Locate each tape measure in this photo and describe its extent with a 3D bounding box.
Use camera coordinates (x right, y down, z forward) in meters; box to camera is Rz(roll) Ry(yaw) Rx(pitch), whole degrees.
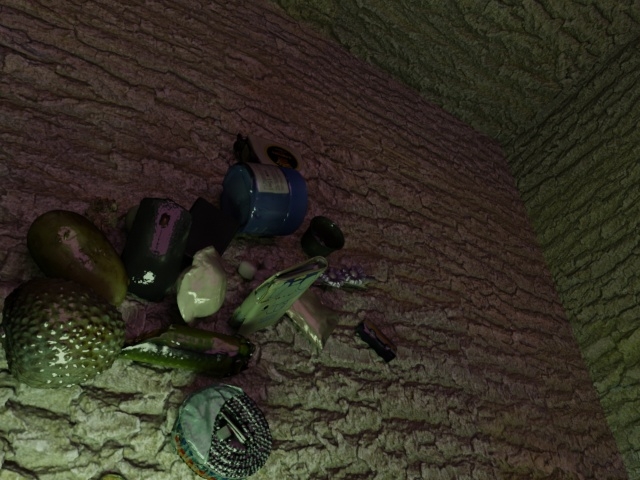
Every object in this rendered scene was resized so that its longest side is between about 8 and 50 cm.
[{"bbox_3d":[-0.202,-0.282,2.099,0.271,0.133,0.232,17,39,-29],"label":"tape measure"}]

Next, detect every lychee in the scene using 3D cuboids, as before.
[{"bbox_3d":[-0.585,0.204,1.224,0.274,0.255,0.255,-5,59,-25],"label":"lychee"}]

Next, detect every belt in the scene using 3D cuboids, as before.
[{"bbox_3d":[-0.253,0.486,1.371,0.257,0.150,0.207,46,48,1],"label":"belt"}]

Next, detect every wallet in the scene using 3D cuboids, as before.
[{"bbox_3d":[-0.133,0.169,1.621,0.223,0.309,0.077,-11,61,-45],"label":"wallet"}]

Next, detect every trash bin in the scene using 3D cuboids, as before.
[{"bbox_3d":[-0.376,0.001,1.706,0.165,0.115,0.226,34,42,-13],"label":"trash bin"}]

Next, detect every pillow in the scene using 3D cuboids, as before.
[{"bbox_3d":[-0.044,0.226,1.846,0.270,0.067,0.173,47,44,1],"label":"pillow"}]

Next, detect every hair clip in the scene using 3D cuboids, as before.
[{"bbox_3d":[0.084,0.145,2.033,0.292,0.085,0.106,4,36,-34],"label":"hair clip"}]

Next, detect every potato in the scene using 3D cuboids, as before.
[{"bbox_3d":[-0.614,0.051,1.383,0.173,0.210,0.307,-43,96,-30],"label":"potato"}]

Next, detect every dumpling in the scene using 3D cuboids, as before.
[{"bbox_3d":[-0.340,0.136,1.538,0.132,0.250,0.162,13,-3,15],"label":"dumpling"}]

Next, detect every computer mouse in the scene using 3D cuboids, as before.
[{"bbox_3d":[-0.463,0.020,1.527,0.168,0.087,0.296,17,83,-19],"label":"computer mouse"}]

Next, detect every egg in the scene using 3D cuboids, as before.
[{"bbox_3d":[-0.511,-0.040,1.615,0.152,0.114,0.114,43,39,0],"label":"egg"}]

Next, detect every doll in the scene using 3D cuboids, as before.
[{"bbox_3d":[-0.192,0.124,1.775,0.161,0.059,0.160,-5,39,-45],"label":"doll"}]

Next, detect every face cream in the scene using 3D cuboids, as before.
[{"bbox_3d":[-0.202,-0.142,1.877,0.225,0.249,0.249,3,55,-38],"label":"face cream"}]

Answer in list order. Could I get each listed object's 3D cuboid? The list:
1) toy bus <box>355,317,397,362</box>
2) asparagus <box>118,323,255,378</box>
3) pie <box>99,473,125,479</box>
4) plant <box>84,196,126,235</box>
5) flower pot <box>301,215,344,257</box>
[{"bbox_3d":[0.204,0.359,1.963,0.172,0.057,0.072,45,30,-2],"label":"toy bus"},{"bbox_3d":[-0.364,0.290,1.465,0.381,0.129,0.108,18,13,-29],"label":"asparagus"},{"bbox_3d":[-0.466,0.564,1.209,0.084,0.021,0.084,28,39,-25],"label":"pie"},{"bbox_3d":[-0.624,-0.064,1.586,0.122,0.104,0.117,28,72,-63],"label":"plant"},{"bbox_3d":[0.000,0.000,2.049,0.157,0.107,0.157,25,40,-23],"label":"flower pot"}]
